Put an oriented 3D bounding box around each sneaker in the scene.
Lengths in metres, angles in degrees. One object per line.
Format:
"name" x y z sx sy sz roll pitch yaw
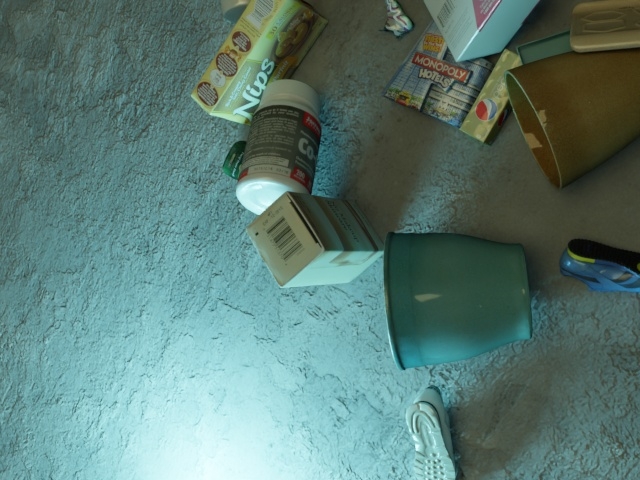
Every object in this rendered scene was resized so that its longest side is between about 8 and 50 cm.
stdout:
"sneaker" 0.152 -0.488 1.485 0.069 0.038 0.098 -38 71 22
"sneaker" 0.241 0.419 1.400 0.090 0.095 0.235 -1 108 25
"sneaker" 0.550 0.064 1.248 0.209 0.069 0.082 18 131 20

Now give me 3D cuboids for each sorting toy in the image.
"sorting toy" 0.542 -0.378 1.185 0.193 0.208 0.038 0 125 22

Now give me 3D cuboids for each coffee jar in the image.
"coffee jar" -0.142 -0.159 1.622 0.184 0.079 0.096 34 105 25

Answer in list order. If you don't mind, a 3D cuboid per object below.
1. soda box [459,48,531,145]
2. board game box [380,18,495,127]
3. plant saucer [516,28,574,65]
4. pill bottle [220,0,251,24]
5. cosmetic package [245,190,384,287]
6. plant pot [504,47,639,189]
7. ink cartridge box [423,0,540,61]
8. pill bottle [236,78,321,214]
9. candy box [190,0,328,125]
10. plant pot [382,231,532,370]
"soda box" 0.357 -0.286 1.357 0.061 0.058 0.181 35 106 25
"board game box" 0.253 -0.358 1.415 0.194 0.060 0.194 28 103 27
"plant saucer" 0.474 -0.366 1.280 0.192 0.018 0.067 -17 81 8
"pill bottle" -0.178 -0.685 1.595 0.176 0.176 0.318 -8 85 29
"cosmetic package" 0.000 0.000 1.416 0.129 0.296 0.153 -41 72 21
"plant pot" 0.496 -0.248 1.204 0.254 0.237 0.237 -24 77 10
"ink cartridge box" 0.288 -0.527 1.304 0.283 0.117 0.207 67 158 16
"pill bottle" -0.083 -0.206 1.492 0.161 0.161 0.283 -8 58 29
"candy box" -0.140 -0.423 1.565 0.087 0.183 0.316 47 110 22
"plant pot" 0.269 0.105 1.299 0.255 0.272 0.271 -6 86 14
